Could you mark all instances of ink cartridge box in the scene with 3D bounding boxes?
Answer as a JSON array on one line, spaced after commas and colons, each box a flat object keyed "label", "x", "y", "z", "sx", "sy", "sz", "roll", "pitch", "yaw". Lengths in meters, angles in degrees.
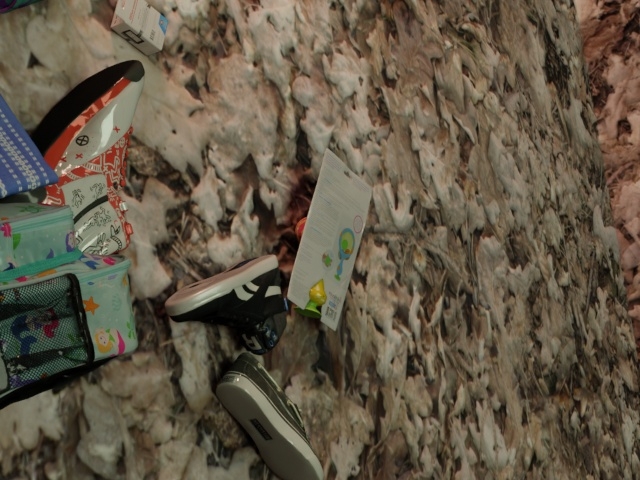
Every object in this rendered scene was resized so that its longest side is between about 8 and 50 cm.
[{"label": "ink cartridge box", "x": -0.232, "y": -0.276, "z": 1.322, "sx": 0.083, "sy": 0.028, "sz": 0.048, "roll": 36, "pitch": 53, "yaw": -46}]

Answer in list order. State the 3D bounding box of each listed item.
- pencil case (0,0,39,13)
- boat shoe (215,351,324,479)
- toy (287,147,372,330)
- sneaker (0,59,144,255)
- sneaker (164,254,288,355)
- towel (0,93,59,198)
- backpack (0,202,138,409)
[{"label": "pencil case", "x": -0.316, "y": -0.306, "z": 1.179, "sx": 0.152, "sy": 0.064, "sz": 0.070, "roll": -44, "pitch": 134, "yaw": -51}, {"label": "boat shoe", "x": -0.053, "y": 0.242, "z": 1.406, "sx": 0.219, "sy": 0.078, "sz": 0.070, "roll": 58, "pitch": 41, "yaw": -26}, {"label": "toy", "x": 0.000, "y": 0.000, "z": 1.564, "sx": 0.137, "sy": 0.056, "sz": 0.237, "roll": 38, "pitch": 57, "yaw": -49}, {"label": "sneaker", "x": -0.254, "y": -0.075, "z": 1.191, "sx": 0.145, "sy": 0.090, "sz": 0.270, "roll": 57, "pitch": 44, "yaw": -31}, {"label": "sneaker", "x": -0.106, "y": 0.100, "z": 1.363, "sx": 0.217, "sy": 0.079, "sz": 0.121, "roll": -25, "pitch": 101, "yaw": -56}, {"label": "towel", "x": -0.414, "y": -0.124, "z": 0.928, "sx": 0.243, "sy": 0.040, "sz": 0.336, "roll": 55, "pitch": 33, "yaw": 11}, {"label": "backpack", "x": -0.299, "y": 0.062, "z": 0.974, "sx": 0.253, "sy": 0.225, "sz": 0.191, "roll": -5, "pitch": 91, "yaw": -59}]
